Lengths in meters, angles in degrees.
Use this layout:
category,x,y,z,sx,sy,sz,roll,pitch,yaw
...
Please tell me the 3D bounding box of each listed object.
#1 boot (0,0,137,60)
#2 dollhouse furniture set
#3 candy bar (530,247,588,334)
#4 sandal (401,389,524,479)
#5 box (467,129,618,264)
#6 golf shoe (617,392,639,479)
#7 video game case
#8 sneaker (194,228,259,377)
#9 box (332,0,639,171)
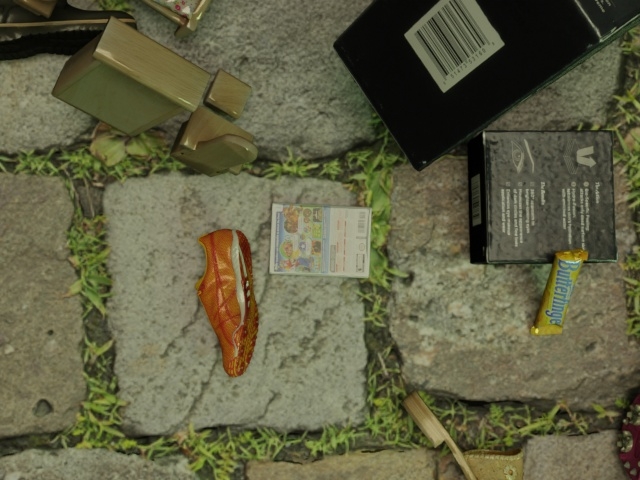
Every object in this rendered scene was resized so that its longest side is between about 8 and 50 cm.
category,x,y,z,sx,sy,sz,roll,pitch,yaw
boot,-0.319,-0.292,1.125,0.198,0.077,0.136,-4,78,-10
dollhouse furniture set,-0.141,-0.297,1.058,0.303,0.174,0.355,29,72,-26
candy bar,0.280,0.062,1.125,0.040,0.161,0.018,-1,50,-2
sandal,0.200,0.261,1.127,0.079,0.088,0.240,-39,86,0
box,0.263,-0.049,1.145,0.158,0.093,0.155,0,87,-4
golf shoe,0.470,0.164,1.118,0.140,0.115,0.306,16,115,-15
video game case,0.000,0.000,1.162,0.122,0.011,0.087,3,87,-5
sneaker,-0.112,0.075,1.133,0.068,0.064,0.175,-7,82,15
box,0.221,-0.256,1.004,0.294,0.296,0.182,-33,89,-35
